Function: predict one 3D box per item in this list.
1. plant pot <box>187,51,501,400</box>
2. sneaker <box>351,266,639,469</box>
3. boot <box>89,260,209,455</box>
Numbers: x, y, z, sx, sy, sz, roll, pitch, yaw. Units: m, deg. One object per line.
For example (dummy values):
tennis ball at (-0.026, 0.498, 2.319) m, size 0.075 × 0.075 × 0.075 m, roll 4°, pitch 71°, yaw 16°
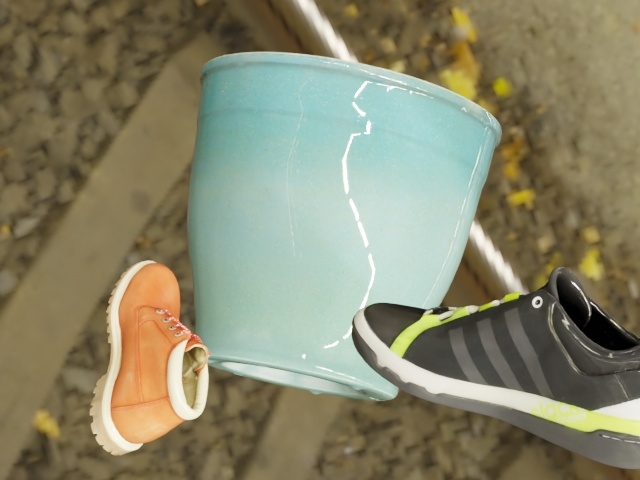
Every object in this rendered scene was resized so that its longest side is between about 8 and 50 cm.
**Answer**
plant pot at (0.000, 0.000, 1.468) m, size 0.272 × 0.272 × 0.255 m, roll 23°, pitch 75°, yaw -45°
sneaker at (0.128, 0.058, 1.010) m, size 0.084 × 0.235 × 0.097 m, roll -10°, pitch 114°, yaw -55°
boot at (-0.110, 0.073, 1.199) m, size 0.059 × 0.085 × 0.158 m, roll 39°, pitch 39°, yaw -37°
